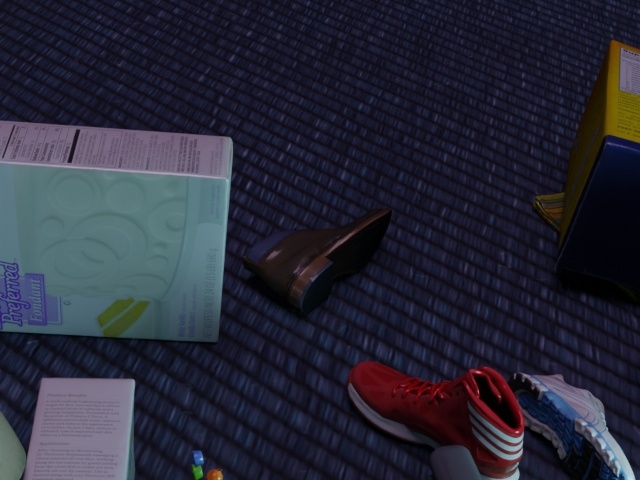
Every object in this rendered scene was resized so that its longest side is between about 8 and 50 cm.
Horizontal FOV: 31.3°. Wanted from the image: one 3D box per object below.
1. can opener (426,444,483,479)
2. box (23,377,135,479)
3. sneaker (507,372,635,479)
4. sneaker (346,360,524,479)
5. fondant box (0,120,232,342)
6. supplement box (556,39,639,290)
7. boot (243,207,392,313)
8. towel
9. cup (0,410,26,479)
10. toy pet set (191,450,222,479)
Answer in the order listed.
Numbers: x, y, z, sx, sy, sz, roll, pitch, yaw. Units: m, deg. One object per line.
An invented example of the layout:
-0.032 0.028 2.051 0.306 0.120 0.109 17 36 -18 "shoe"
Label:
0.143 0.308 1.063 0.093 0.074 0.280 -1 36 -10 "can opener"
-0.222 0.231 1.060 0.091 0.130 0.170 2 35 -6 "box"
0.290 0.203 1.245 0.083 0.071 0.190 -7 38 -29 "sneaker"
0.129 0.161 1.220 0.221 0.128 0.087 28 39 25 "sneaker"
-0.271 -0.007 1.293 0.330 0.238 0.096 4 37 -4 "fondant box"
0.453 -0.101 1.563 0.194 0.195 0.356 18 34 5 "supplement box"
0.000 0.000 1.466 0.106 0.082 0.219 28 42 23 "boot"
0.402 0.001 1.587 0.102 0.021 0.237 -13 40 -24 "towel"
-0.443 0.143 0.938 0.331 0.237 0.331 -18 13 4 "cup"
-0.074 0.260 1.060 0.065 0.122 0.114 -13 59 -14 "toy pet set"
